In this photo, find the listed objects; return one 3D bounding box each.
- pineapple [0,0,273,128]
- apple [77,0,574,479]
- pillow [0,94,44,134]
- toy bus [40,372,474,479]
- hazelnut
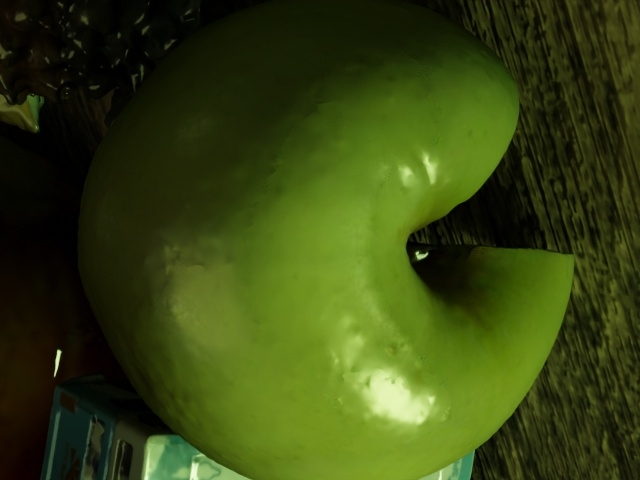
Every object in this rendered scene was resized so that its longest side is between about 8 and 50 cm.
[{"bbox_3d":[-0.177,-0.173,1.084,0.357,0.223,0.223,25,140,21],"label":"pineapple"},{"bbox_3d":[0.000,0.000,0.887,0.254,0.292,0.292,0,117,47],"label":"apple"},{"bbox_3d":[-0.364,-0.254,1.360,0.310,0.119,0.312,11,121,51],"label":"pillow"},{"bbox_3d":[-0.037,0.154,1.039,0.131,0.297,0.106,20,102,52],"label":"toy bus"},{"bbox_3d":[-0.351,0.080,1.446,0.420,0.352,0.421,1,91,33],"label":"hazelnut"}]
